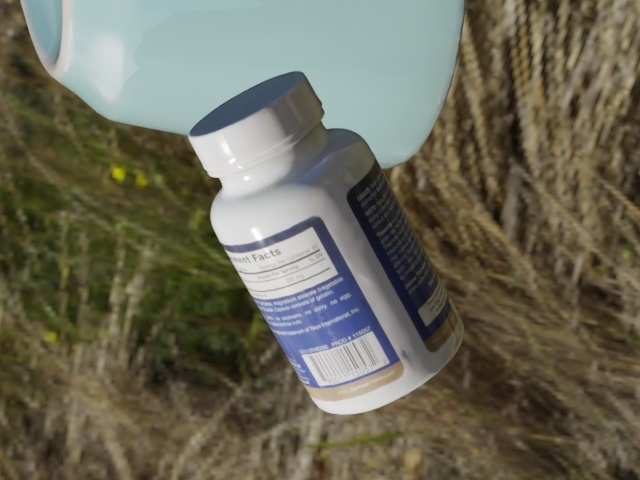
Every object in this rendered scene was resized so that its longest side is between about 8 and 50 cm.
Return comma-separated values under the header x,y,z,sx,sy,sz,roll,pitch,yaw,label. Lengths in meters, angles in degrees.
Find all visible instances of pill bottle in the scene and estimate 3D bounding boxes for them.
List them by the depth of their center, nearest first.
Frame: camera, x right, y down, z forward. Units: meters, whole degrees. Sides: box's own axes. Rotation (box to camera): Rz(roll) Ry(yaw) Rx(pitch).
x,y,z,sx,sy,sz,roll,pitch,yaw,label
0.000,0.000,0.568,0.067,0.067,0.120,-6,118,52,pill bottle

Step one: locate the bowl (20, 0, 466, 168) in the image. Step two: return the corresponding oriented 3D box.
x,y,z,sx,sy,sz,roll,pitch,yaw,label
-0.063,-0.176,0.728,0.311,0.163,0.311,170,90,-72,bowl
